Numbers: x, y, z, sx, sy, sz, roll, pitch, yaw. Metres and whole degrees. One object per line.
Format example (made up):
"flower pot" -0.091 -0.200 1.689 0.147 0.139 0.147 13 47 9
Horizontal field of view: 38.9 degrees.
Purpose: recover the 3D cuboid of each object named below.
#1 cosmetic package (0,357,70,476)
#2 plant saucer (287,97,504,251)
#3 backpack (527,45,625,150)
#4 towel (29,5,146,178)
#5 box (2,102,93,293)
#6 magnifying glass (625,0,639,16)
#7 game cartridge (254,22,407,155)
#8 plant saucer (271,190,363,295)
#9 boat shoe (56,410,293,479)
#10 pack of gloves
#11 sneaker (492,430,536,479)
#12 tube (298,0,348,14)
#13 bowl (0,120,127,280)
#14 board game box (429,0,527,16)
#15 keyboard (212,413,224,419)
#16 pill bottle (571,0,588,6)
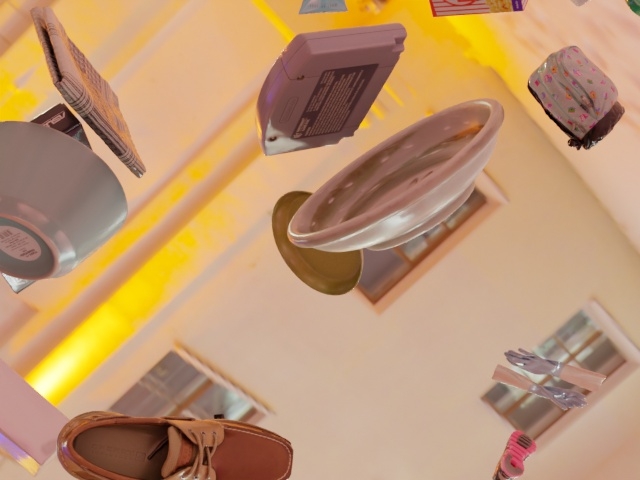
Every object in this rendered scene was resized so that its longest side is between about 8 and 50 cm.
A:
"cosmetic package" -0.620 0.263 1.643 0.377 0.097 0.284 43 156 -3
"plant saucer" 0.136 -0.083 1.472 0.100 0.401 0.400 57 -175 -14
"backpack" 0.484 -0.275 1.713 0.182 0.115 0.152 47 -142 1
"towel" -0.483 -0.320 1.909 0.324 0.056 0.312 59 -177 41
"box" -0.647 -0.088 2.077 0.097 0.318 0.395 46 160 27
"magnifying glass" 0.473 -0.362 1.138 0.092 0.231 0.026 45 168 12
"game cartridge" 0.001 -0.239 1.458 0.297 0.198 0.062 124 134 -59
"plant saucer" 0.000 0.000 1.863 0.241 0.241 0.037 48 -130 8
"boat shoe" -0.196 0.299 1.237 0.324 0.122 0.120 6 166 -13
"pack of gloves" 0.527 0.338 2.128 0.232 0.046 0.195 18 149 10
"sneaker" 0.304 0.348 1.442 0.047 0.057 0.119 37 -146 14
"tube" 0.007 -0.431 1.546 0.207 0.080 0.052 -88 -11 -51
"bowl" -0.522 -0.045 1.620 0.311 0.312 0.163 43 -137 -27
"board game box" 0.304 -0.525 1.806 0.194 0.045 0.146 3 137 28
"keyboard" -0.207 0.527 1.913 0.201 0.033 0.317 125 140 -74
"pill bottle" 0.373 -0.483 1.472 0.215 0.117 0.117 40 -172 -10
